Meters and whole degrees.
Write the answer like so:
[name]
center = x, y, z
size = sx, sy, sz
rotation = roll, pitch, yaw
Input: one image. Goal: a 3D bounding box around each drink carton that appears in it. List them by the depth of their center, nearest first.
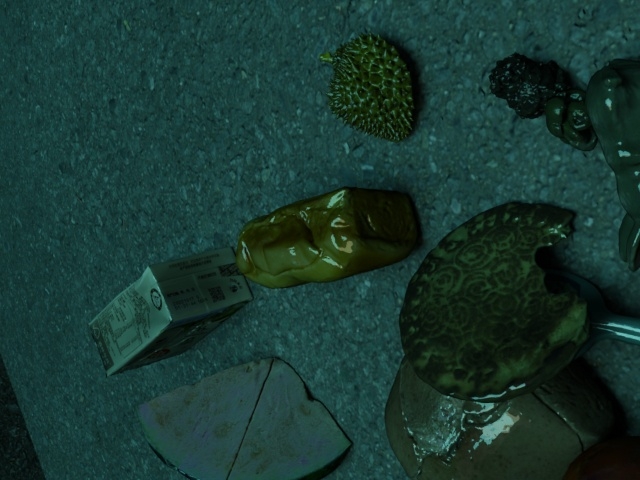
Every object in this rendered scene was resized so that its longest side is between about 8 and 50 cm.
[drink carton]
center = -0.308, 0.144, 1.680
size = 0.324, 0.194, 0.132
rotation = -37, 74, 46

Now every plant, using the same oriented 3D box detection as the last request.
[plant]
center = 0.277, -0.173, 1.032
size = 0.174, 0.087, 0.085
rotation = 47, 161, 37

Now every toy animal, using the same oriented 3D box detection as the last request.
[toy animal]
center = 0.369, -0.092, 0.944
size = 0.108, 0.138, 0.236
rotation = -16, 115, 10

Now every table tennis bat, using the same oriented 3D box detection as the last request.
[table tennis bat]
center = 0.313, 0.098, 1.029
size = 0.237, 0.149, 0.038
rotation = 9, 138, 28

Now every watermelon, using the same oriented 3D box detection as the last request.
[watermelon]
center = -0.133, 0.386, 1.591
size = 0.292, 0.319, 0.222
rotation = 57, 170, 31

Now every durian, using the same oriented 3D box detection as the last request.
[durian]
center = 0.055, -0.238, 1.247
size = 0.208, 0.102, 0.146
rotation = 46, 136, 36

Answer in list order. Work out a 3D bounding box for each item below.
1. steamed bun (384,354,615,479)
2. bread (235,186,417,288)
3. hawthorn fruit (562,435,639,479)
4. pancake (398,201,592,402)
[steamed bun]
center = 0.210, 0.231, 1.111
size = 0.301, 0.199, 0.251
rotation = 40, 127, 36
[bread]
center = 0.000, 0.000, 1.315
size = 0.294, 0.167, 0.132
rotation = -16, 87, 49
[hawthorn fruit]
center = 0.403, 0.352, 0.895
size = 0.308, 0.276, 0.276
rotation = 5, 104, 29
[pancake]
center = 0.222, 0.069, 1.048
size = 0.033, 0.286, 0.288
rotation = 51, 170, -36
